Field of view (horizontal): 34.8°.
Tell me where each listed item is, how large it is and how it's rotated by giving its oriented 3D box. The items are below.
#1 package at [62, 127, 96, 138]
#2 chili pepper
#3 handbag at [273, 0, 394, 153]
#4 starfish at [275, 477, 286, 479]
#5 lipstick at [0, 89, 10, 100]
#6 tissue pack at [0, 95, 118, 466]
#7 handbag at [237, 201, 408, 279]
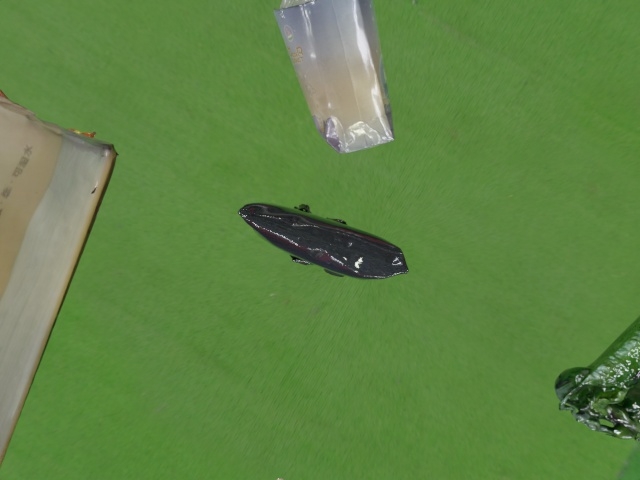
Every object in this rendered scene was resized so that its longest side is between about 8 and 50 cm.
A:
[{"bbox_3d":[-0.340,-0.049,1.006,0.223,0.288,0.108,-40,119,-15],"label":"package"},{"bbox_3d":[0.298,0.089,0.883,0.216,0.108,0.062,-41,48,-6],"label":"chili pepper"},{"bbox_3d":[0.013,-0.174,0.974,0.095,0.117,0.173,-14,103,-6],"label":"handbag"},{"bbox_3d":[-0.077,0.476,1.654,0.295,0.048,0.231,3,111,-31],"label":"starfish"},{"bbox_3d":[-0.472,-0.154,1.691,0.068,0.061,0.274,-42,99,-20],"label":"lipstick"},{"bbox_3d":[-0.289,0.040,0.542,0.238,0.238,0.306,20,87,3],"label":"tissue pack"},{"bbox_3d":[0.000,0.000,1.529,0.254,0.211,0.089,19,90,-3],"label":"handbag"}]
